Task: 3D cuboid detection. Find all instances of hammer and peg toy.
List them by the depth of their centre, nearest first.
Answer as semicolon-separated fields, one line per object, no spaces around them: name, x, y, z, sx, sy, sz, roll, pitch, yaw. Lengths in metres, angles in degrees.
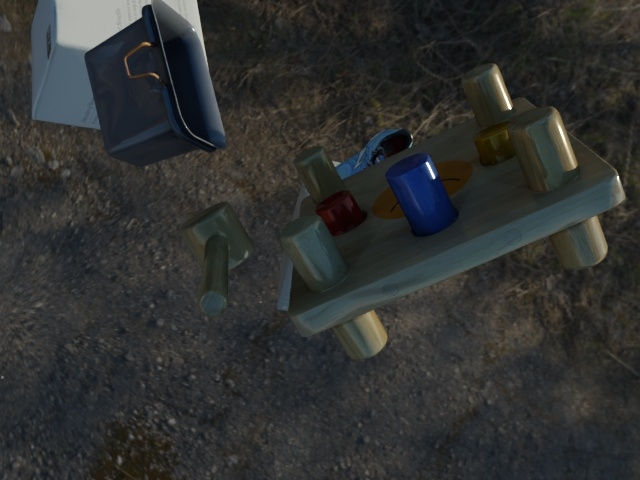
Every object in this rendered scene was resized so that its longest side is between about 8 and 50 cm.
hammer and peg toy;0.046;-0.009;0.568;0.361;0.266;0.127;-25;112;11

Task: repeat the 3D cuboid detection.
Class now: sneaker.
sneaker;0.062;-0.096;0.848;0.063;0.073;0.162;43;75;-8

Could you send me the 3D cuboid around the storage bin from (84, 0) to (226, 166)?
storage bin;-0.158;-0.135;0.585;0.091;0.098;0.135;-20;79;16

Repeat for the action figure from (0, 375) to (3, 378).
action figure;-0.483;0.095;0.682;0.275;0.141;0.164;41;65;-24

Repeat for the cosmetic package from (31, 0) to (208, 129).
cosmetic package;-0.262;-0.242;0.824;0.183;0.151;0.151;5;61;-32

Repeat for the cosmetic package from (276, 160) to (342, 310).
cosmetic package;0.000;0.000;1.017;0.107;0.238;0.127;13;46;-9
